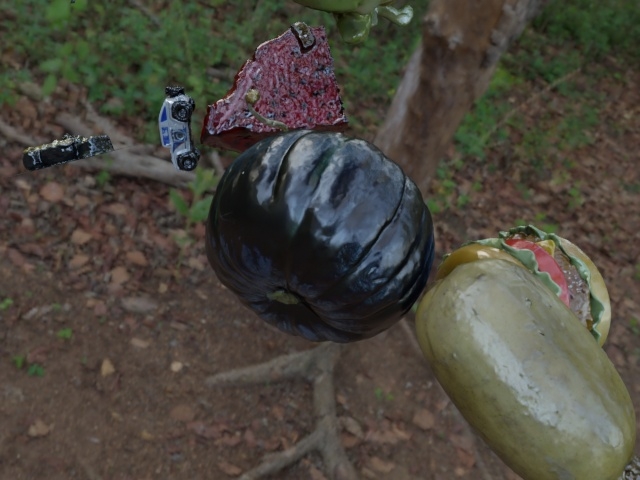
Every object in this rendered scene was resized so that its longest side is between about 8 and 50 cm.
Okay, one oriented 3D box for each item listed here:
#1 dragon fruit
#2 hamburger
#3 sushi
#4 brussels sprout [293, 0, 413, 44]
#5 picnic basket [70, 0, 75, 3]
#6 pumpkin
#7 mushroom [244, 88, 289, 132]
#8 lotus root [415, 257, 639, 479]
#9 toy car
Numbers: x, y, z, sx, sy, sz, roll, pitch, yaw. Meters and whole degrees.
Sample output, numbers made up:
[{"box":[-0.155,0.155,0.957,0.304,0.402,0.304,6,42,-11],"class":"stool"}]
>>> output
[{"box":[-0.085,-0.262,1.789,0.330,0.302,0.240,-19,24,-26],"class":"dragon fruit"},{"box":[0.302,0.115,1.469,0.212,0.274,0.274,-11,46,-38],"class":"hamburger"},{"box":[-0.461,-0.169,1.669,0.215,0.050,0.192,-10,10,24],"class":"sushi"},{"box":[0.036,-0.391,0.962,0.314,0.276,0.371,58,24,9],"class":"brussels sprout"},{"box":[-0.331,-0.514,1.118,0.293,0.337,0.337,22,31,-15],"class":"picnic basket"},{"box":[0.000,0.000,1.419,0.363,0.363,0.266,27,58,4],"class":"pumpkin"},{"box":[-0.082,-0.200,1.533,0.286,0.028,0.026,39,32,-75],"class":"mushroom"},{"box":[0.245,0.168,1.010,0.169,0.151,0.342,-35,80,-25],"class":"lotus root"},{"box":[-0.280,-0.220,1.808,0.070,0.170,0.080,-5,18,-1],"class":"toy car"}]
